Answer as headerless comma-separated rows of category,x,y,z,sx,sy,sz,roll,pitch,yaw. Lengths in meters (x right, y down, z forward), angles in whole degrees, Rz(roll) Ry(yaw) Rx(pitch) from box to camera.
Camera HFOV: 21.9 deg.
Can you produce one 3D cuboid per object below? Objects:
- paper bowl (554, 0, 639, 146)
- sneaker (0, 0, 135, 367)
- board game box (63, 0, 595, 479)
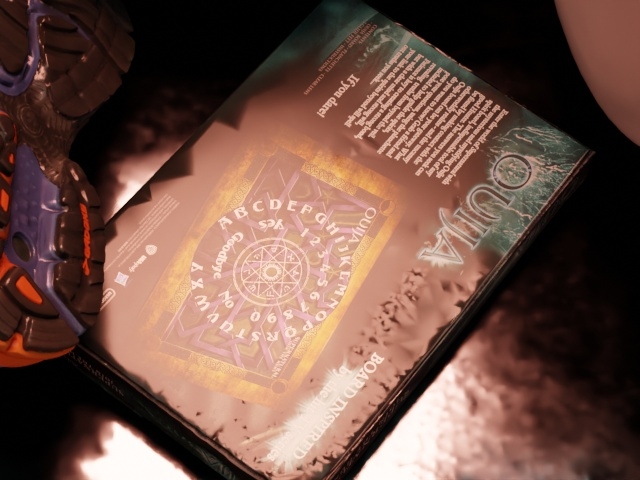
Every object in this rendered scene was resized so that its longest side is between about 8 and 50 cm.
paper bowl,0.165,-0.131,0.552,0.148,0.284,0.284,-8,63,-9
sneaker,-0.128,-0.042,0.597,0.087,0.083,0.221,-26,41,27
board game box,0.000,0.000,0.615,0.126,0.026,0.186,35,65,13
